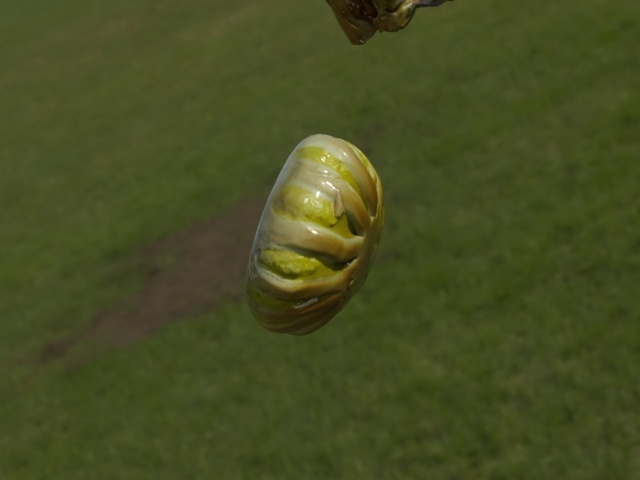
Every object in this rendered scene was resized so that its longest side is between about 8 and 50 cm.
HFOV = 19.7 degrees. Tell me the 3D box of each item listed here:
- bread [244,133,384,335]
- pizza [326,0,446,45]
[{"bbox_3d":[0.000,0.000,1.743,0.104,0.213,0.213,23,27,8],"label":"bread"},{"bbox_3d":[0.088,-0.208,1.081,0.193,0.201,0.053,-8,35,-3],"label":"pizza"}]
